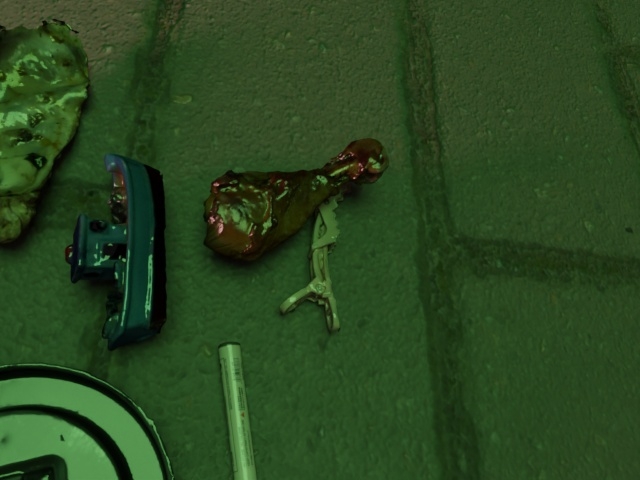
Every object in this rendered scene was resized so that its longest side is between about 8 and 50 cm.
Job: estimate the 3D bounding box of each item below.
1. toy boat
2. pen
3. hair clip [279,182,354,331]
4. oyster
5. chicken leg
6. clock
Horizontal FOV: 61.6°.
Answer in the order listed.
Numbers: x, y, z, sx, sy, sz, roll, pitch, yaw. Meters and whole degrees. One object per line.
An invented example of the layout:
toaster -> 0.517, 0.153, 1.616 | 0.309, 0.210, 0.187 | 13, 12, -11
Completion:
toy boat -> -0.216, 0.004, 0.567 | 0.097, 0.100, 0.223 | 5, 61, -28
pen -> -0.081, 0.205, 0.547 | 0.025, 0.025, 0.204 | -4, 67, -17
hair clip -> 0.000, 0.000, 0.664 | 0.072, 0.034, 0.225 | 12, 61, -6
oyster -> -0.349, -0.139, 0.619 | 0.166, 0.094, 0.294 | 35, 49, -18
chicken leg -> -0.027, -0.056, 0.641 | 0.252, 0.087, 0.107 | -25, 72, -17
clock -> -0.264, 0.248, 0.458 | 0.281, 0.055, 0.280 | 6, 64, -12
